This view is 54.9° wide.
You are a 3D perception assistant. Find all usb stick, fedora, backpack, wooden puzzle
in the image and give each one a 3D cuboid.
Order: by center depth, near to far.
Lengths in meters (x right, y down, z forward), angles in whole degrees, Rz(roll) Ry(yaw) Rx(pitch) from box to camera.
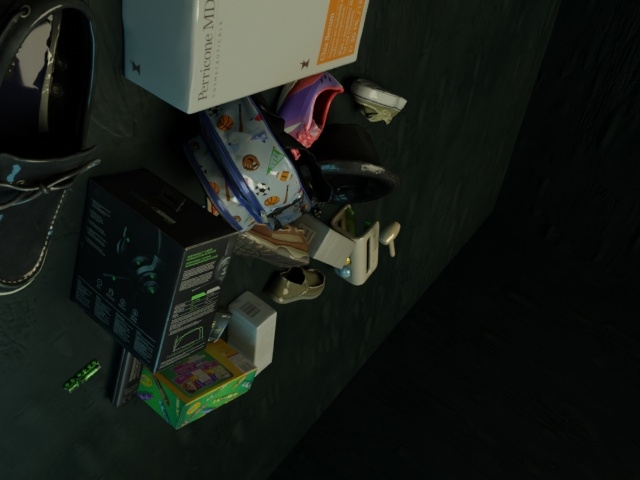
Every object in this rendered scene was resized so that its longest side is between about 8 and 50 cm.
[{"bbox_3d":[-0.135,-0.155,1.152,0.213,0.276,0.263,-34,164,-10],"label":"backpack"},{"bbox_3d":[-0.224,-0.089,1.368,0.116,0.014,0.079,-45,153,-27],"label":"wooden puzzle"},{"bbox_3d":[-0.420,0.255,1.373,0.077,0.045,0.278,-33,147,-57],"label":"usb stick"},{"bbox_3d":[0.046,-0.195,1.524,0.334,0.334,0.153,25,63,-67],"label":"fedora"}]

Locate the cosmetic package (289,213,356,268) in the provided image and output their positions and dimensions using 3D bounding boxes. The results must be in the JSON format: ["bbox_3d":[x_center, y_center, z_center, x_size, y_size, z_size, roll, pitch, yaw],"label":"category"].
[{"bbox_3d":[0.000,0.000,1.780,0.107,0.127,0.238,-60,158,5],"label":"cosmetic package"}]

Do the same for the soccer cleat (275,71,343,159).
[{"bbox_3d":[-0.063,-0.233,1.373,0.318,0.116,0.108,-63,156,11],"label":"soccer cleat"}]

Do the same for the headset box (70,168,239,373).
[{"bbox_3d":[-0.300,0.040,1.088,0.131,0.246,0.283,-22,137,-53],"label":"headset box"}]

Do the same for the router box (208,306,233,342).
[{"bbox_3d":[-0.289,0.216,1.587,0.092,0.038,0.122,-60,157,3],"label":"router box"}]

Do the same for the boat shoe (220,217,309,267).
[{"bbox_3d":[-0.140,-0.017,1.527,0.324,0.123,0.117,26,62,-58],"label":"boat shoe"}]

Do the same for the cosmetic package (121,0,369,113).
[{"bbox_3d":[-0.101,-0.396,1.042,0.453,0.161,0.230,-33,146,-44],"label":"cosmetic package"}]

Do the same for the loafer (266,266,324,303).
[{"bbox_3d":[-0.058,0.125,1.859,0.251,0.094,0.087,-16,138,-57],"label":"loafer"}]

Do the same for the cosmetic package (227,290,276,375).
[{"bbox_3d":[-0.196,0.266,1.736,0.085,0.117,0.231,-37,151,-37],"label":"cosmetic package"}]

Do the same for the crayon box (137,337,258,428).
[{"bbox_3d":[-0.310,0.345,1.549,0.278,0.165,0.081,-14,132,-57],"label":"crayon box"}]

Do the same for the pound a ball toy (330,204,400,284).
[{"bbox_3d":[0.132,0.032,1.975,0.136,0.208,0.319,-47,155,-24],"label":"pound a ball toy"}]

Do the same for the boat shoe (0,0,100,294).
[{"bbox_3d":[-0.398,-0.117,0.816,0.186,0.156,0.500,-25,142,-54],"label":"boat shoe"}]

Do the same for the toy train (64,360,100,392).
[{"bbox_3d":[-0.495,0.284,1.285,0.083,0.023,0.017,-42,152,-31],"label":"toy train"}]

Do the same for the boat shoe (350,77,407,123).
[{"bbox_3d":[0.155,-0.364,1.657,0.094,0.109,0.302,-63,159,17],"label":"boat shoe"}]
